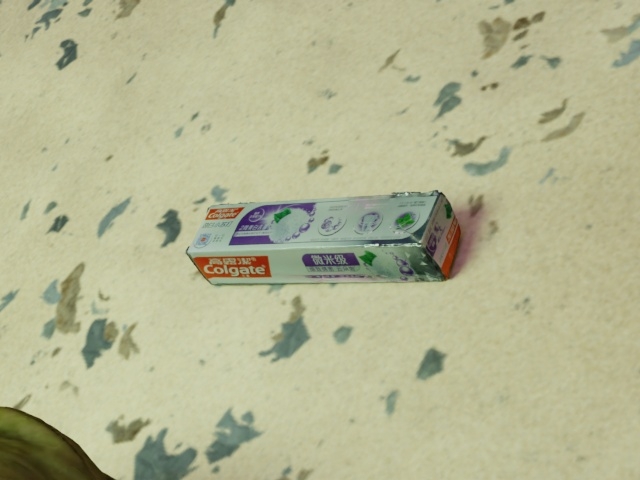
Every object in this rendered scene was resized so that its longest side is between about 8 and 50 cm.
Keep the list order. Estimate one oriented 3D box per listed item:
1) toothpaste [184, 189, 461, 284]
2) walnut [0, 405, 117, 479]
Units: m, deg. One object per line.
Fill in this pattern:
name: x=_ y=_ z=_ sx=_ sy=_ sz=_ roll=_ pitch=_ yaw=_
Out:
toothpaste: x=0.000 y=0.000 z=1.031 sx=0.196 sy=0.040 sz=0.047 roll=-2 pitch=48 yaw=35
walnut: x=-0.218 y=0.222 z=0.847 sx=0.283 sy=0.227 sz=0.283 roll=-15 pitch=58 yaw=25
